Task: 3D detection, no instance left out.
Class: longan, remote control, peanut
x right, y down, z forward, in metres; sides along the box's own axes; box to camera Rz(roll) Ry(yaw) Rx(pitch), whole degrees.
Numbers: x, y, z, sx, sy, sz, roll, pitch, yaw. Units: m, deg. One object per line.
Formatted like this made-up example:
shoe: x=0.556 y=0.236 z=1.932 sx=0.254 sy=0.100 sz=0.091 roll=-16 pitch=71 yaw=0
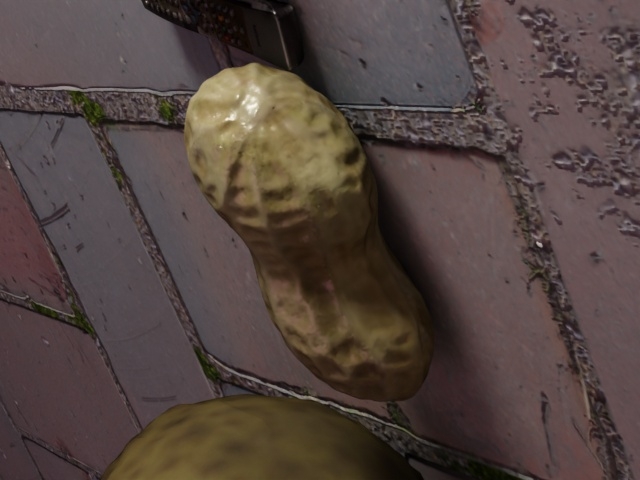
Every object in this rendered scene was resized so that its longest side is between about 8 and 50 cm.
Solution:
longan: x=-0.054 y=0.335 z=1.253 sx=0.391 sy=0.391 sz=0.391 roll=40 pitch=149 yaw=30
remote control: x=-0.087 y=-0.187 z=1.121 sx=0.212 sy=0.028 sz=0.059 roll=30 pitch=147 yaw=44
peanut: x=0.000 y=0.000 z=1.079 sx=0.136 sy=0.120 sz=0.298 roll=10 pitch=130 yaw=59
